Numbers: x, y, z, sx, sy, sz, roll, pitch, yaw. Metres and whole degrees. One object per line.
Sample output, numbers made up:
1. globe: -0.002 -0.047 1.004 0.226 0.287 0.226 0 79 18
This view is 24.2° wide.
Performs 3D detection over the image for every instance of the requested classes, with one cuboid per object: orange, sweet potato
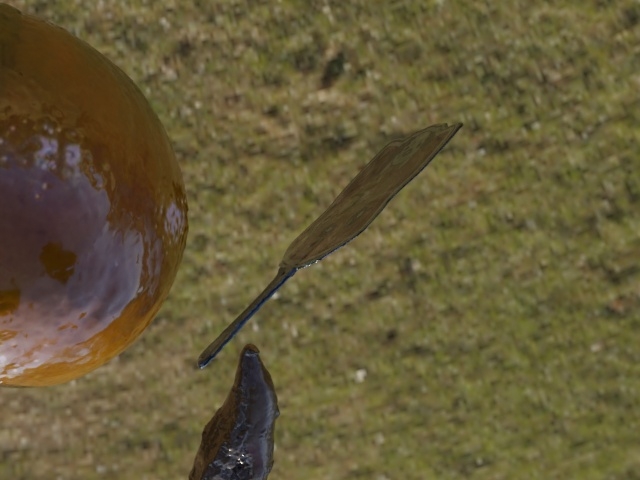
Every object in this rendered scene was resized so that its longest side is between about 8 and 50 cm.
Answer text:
1. orange: -0.179 -0.029 0.691 0.240 0.171 0.240 15 173 2
2. sweet potato: -0.065 0.160 1.124 0.068 0.060 0.205 -23 138 -46

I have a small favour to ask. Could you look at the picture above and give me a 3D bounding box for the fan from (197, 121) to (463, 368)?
1. fan: 0.000 0.000 0.922 0.220 0.132 0.009 -45 101 -16
